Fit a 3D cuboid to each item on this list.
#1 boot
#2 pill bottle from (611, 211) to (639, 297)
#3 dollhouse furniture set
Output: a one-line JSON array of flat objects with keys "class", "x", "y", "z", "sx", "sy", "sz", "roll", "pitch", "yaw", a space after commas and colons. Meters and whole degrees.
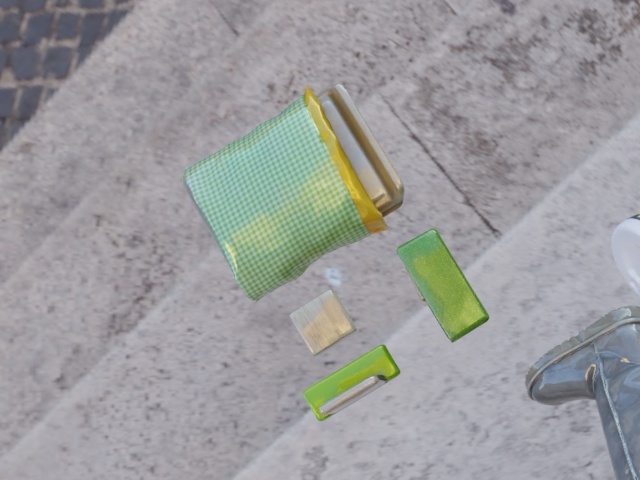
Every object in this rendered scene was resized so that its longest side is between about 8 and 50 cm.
[{"class": "boot", "x": 0.299, "y": 0.194, "z": 1.224, "sx": 0.189, "sy": 0.076, "sz": 0.208, "roll": -51, "pitch": 45, "yaw": 46}, {"class": "pill bottle", "x": 0.467, "y": -0.015, "z": 1.452, "sx": 0.208, "sy": 0.119, "sz": 0.119, "roll": -29, "pitch": 69, "yaw": -15}, {"class": "dollhouse furniture set", "x": 0.000, "y": 0.000, "z": 1.162, "sx": 0.198, "sy": 0.151, "sz": 0.301, "roll": -32, "pitch": 82, "yaw": 4}]
